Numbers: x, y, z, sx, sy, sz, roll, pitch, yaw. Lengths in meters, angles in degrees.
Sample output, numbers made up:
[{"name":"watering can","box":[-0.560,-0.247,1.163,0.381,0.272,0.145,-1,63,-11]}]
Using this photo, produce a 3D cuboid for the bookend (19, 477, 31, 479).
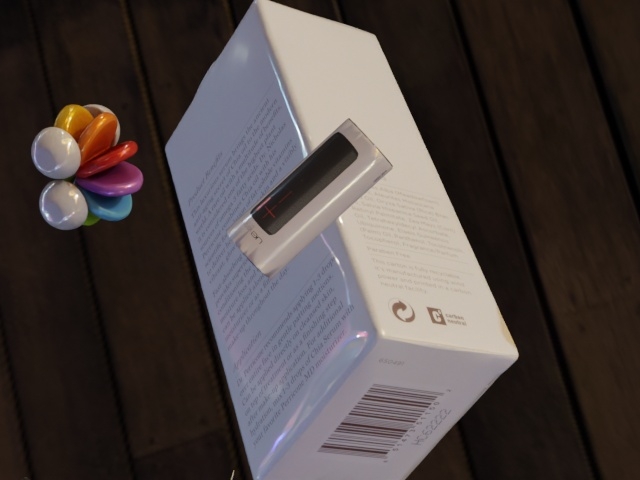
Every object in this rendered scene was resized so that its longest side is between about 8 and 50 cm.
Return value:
[{"name":"bookend","box":[-0.192,0.245,1.061,0.156,0.072,0.157,-30,62,0]}]

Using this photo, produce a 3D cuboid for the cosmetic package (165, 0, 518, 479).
[{"name":"cosmetic package","box":[0.000,0.000,1.359,0.230,0.161,0.453,-53,40,35]}]

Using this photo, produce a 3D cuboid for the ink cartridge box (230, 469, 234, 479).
[{"name":"ink cartridge box","box":[-0.206,0.460,1.935,0.097,0.189,0.255,17,115,0]}]

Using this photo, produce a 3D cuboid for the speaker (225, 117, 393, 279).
[{"name":"speaker","box":[-0.009,-0.032,1.095,0.136,0.055,0.055,-42,68,3]}]

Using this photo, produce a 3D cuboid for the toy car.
[{"name":"toy car","box":[-0.319,-0.103,1.969,0.136,0.159,0.182,9,118,22]}]
